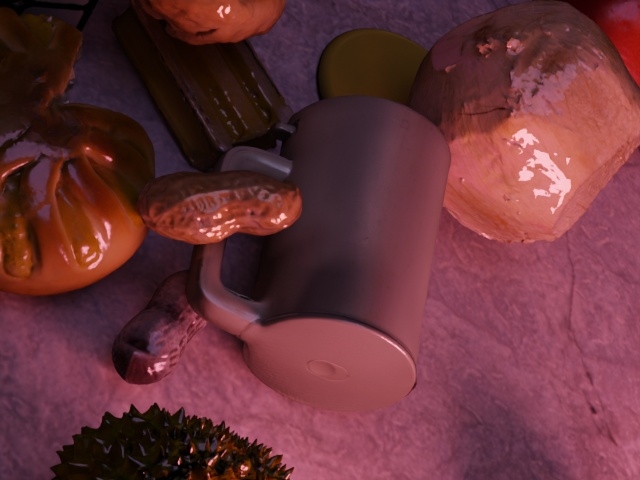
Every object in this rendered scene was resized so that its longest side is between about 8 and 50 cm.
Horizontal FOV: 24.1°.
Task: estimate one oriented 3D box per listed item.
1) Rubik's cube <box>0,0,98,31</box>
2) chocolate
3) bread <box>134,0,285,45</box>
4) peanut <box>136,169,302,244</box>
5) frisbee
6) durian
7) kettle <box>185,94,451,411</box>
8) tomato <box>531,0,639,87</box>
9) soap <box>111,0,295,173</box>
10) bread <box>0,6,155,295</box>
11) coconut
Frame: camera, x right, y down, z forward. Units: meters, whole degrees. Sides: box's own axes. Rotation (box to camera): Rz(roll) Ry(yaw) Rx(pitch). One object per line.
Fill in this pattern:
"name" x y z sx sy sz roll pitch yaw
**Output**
"Rubik's cube" -0.356 -0.335 1.720 0.180 0.183 0.167 1 60 -32
"chocolate" -0.170 0.095 1.628 0.072 0.072 0.167 38 47 -4
"bread" -0.150 -0.330 1.751 0.244 0.134 0.244 31 44 -36
"peanut" -0.106 -0.033 1.581 0.175 0.080 0.080 -3 60 -6
"frisbee" 0.101 -0.188 2.005 0.236 0.017 0.236 16 54 -22
"durian" -0.147 0.281 1.405 0.291 0.224 0.291 5 65 -10
"kettle" 0.015 -0.001 1.697 0.265 0.205 0.318 47 42 -41
"tomato" 0.426 -0.288 2.126 0.299 0.226 0.298 13 55 -19
"soap" -0.143 -0.203 1.831 0.135 0.076 0.233 -24 76 -39
"bread" -0.320 -0.102 1.606 0.333 0.160 0.333 14 55 -21
"coconut" 0.248 -0.164 1.884 0.254 0.297 0.297 41 47 -22
